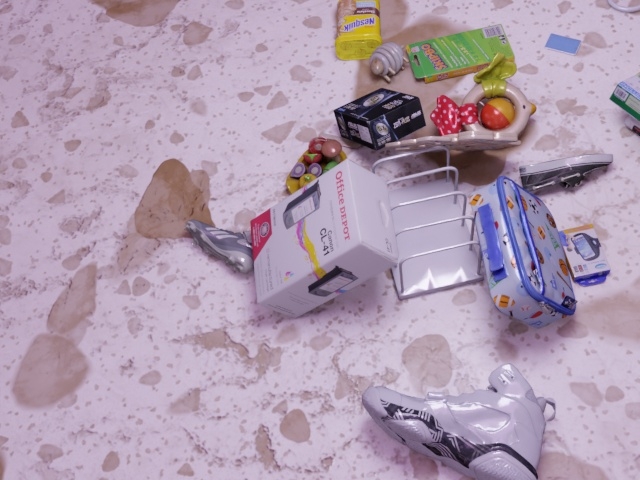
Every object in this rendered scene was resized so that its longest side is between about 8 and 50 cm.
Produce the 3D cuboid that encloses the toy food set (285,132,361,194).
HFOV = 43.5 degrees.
[{"bbox_3d":[-0.001,-0.195,1.957,0.128,0.071,0.218,23,66,20],"label":"toy food set"}]

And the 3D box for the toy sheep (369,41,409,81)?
[{"bbox_3d":[0.177,-0.470,2.086,0.091,0.091,0.132,32,55,24],"label":"toy sheep"}]

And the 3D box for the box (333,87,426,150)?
[{"bbox_3d":[0.141,-0.295,1.932,0.147,0.077,0.180,-27,27,-16],"label":"box"}]

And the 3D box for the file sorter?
[{"bbox_3d":[0.232,-0.048,1.776,0.193,0.173,0.278,-13,58,1],"label":"file sorter"}]

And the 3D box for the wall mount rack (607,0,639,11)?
[{"bbox_3d":[0.822,-0.782,2.139,0.304,0.130,0.350,22,65,20],"label":"wall mount rack"}]

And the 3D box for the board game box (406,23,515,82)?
[{"bbox_3d":[0.361,-0.486,2.093,0.259,0.039,0.124,-11,58,-1],"label":"board game box"}]

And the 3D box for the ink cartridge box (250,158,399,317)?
[{"bbox_3d":[0.000,0.000,1.726,0.306,0.131,0.226,-32,50,33],"label":"ink cartridge box"}]

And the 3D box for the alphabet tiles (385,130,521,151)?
[{"bbox_3d":[0.301,-0.222,1.817,0.278,0.284,0.021,-1,90,-31],"label":"alphabet tiles"}]

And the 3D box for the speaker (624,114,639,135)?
[{"bbox_3d":[0.781,-0.254,1.879,0.055,0.055,0.136,-36,62,-12],"label":"speaker"}]

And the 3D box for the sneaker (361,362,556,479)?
[{"bbox_3d":[0.276,0.329,1.574,0.366,0.137,0.210,24,66,15],"label":"sneaker"}]

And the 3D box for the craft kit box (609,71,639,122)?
[{"bbox_3d":[0.839,-0.312,1.853,0.246,0.061,0.250,-30,63,-28],"label":"craft kit box"}]

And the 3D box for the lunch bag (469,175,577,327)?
[{"bbox_3d":[0.416,0.028,1.657,0.115,0.243,0.303,-28,55,31],"label":"lunch bag"}]

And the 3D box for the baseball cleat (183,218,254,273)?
[{"bbox_3d":[-0.219,0.000,1.889,0.206,0.072,0.109,37,57,21],"label":"baseball cleat"}]

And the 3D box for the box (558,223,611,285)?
[{"bbox_3d":[0.577,0.033,1.759,0.081,0.028,0.136,-13,57,1],"label":"box"}]

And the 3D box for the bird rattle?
[{"bbox_3d":[0.398,-0.319,1.934,0.207,0.143,0.253,41,75,20],"label":"bird rattle"}]

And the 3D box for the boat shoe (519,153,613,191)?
[{"bbox_3d":[0.568,-0.156,1.852,0.219,0.078,0.070,-10,93,-1],"label":"boat shoe"}]

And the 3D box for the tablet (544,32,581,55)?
[{"bbox_3d":[0.628,-0.508,2.081,0.083,0.006,0.054,20,65,20],"label":"tablet"}]

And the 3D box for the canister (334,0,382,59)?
[{"bbox_3d":[0.102,-0.575,2.164,0.126,0.073,0.170,-3,58,7],"label":"canister"}]
